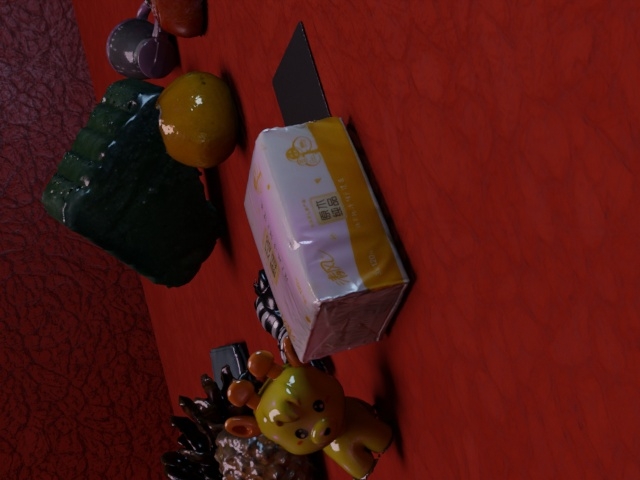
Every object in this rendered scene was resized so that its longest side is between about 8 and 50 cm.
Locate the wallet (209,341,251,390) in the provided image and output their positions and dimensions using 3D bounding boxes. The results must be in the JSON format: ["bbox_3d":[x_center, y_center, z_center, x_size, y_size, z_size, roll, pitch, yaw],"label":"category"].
[{"bbox_3d":[-0.158,0.349,2.489,0.251,0.054,0.291,159,101,-71],"label":"wallet"}]

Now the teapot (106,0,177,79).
[{"bbox_3d":[-0.323,-0.369,2.365,0.116,0.148,0.146,43,173,-36],"label":"teapot"}]

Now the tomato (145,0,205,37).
[{"bbox_3d":[-0.261,-0.438,2.046,0.228,0.101,0.228,163,90,-76],"label":"tomato"}]

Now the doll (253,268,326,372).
[{"bbox_3d":[-0.046,0.133,1.860,0.219,0.067,0.091,56,153,38],"label":"doll"}]

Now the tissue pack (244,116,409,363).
[{"bbox_3d":[0.000,0.000,1.456,0.185,0.124,0.225,103,149,-63],"label":"tissue pack"}]

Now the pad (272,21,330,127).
[{"bbox_3d":[-0.026,-0.180,1.615,0.211,0.003,0.143,133,121,-72],"label":"pad"}]

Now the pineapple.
[{"bbox_3d":[-0.061,0.459,2.047,0.169,0.169,0.341,-166,60,-73],"label":"pineapple"}]

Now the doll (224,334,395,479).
[{"bbox_3d":[-0.014,0.208,1.542,0.143,0.221,0.135,-56,28,6],"label":"doll"}]

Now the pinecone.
[{"bbox_3d":[-0.176,0.378,2.252,0.244,0.244,0.309,-145,55,-67],"label":"pinecone"}]

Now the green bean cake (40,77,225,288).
[{"bbox_3d":[-0.309,-0.104,2.259,0.308,0.300,0.169,37,174,-36],"label":"green bean cake"}]

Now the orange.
[{"bbox_3d":[-0.199,-0.193,1.987,0.156,0.134,0.157,177,90,-69],"label":"orange"}]
